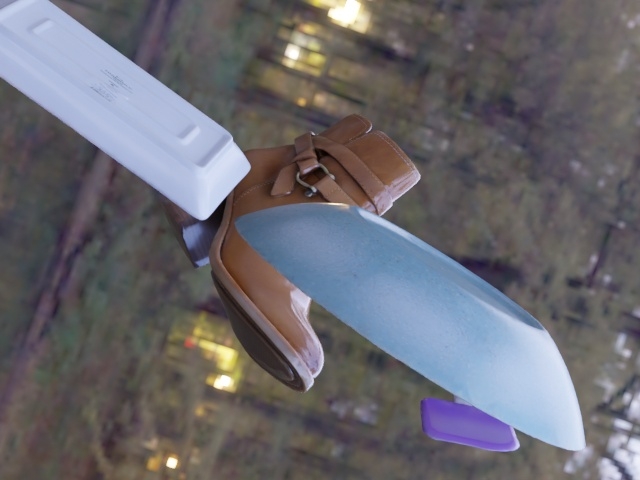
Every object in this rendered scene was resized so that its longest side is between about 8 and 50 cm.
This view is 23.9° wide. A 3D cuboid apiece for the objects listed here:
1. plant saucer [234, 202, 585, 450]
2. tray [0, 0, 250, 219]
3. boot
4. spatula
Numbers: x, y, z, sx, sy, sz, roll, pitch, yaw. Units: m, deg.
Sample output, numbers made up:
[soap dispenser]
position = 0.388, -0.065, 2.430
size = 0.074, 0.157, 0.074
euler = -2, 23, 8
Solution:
[plant saucer]
position = 0.050, 0.028, 0.706
size = 0.037, 0.195, 0.195
euler = -58, -175, 6
[tray]
position = -0.181, -0.128, 1.290
size = 0.030, 0.270, 0.145
euler = -53, -178, 26
[boot]
position = 0.000, 0.000, 1.390
size = 0.283, 0.220, 0.109
euler = 52, -15, 51
[spatula]
position = 0.130, 0.105, 1.354
size = 0.296, 0.084, 0.030
euler = -83, -174, -60
